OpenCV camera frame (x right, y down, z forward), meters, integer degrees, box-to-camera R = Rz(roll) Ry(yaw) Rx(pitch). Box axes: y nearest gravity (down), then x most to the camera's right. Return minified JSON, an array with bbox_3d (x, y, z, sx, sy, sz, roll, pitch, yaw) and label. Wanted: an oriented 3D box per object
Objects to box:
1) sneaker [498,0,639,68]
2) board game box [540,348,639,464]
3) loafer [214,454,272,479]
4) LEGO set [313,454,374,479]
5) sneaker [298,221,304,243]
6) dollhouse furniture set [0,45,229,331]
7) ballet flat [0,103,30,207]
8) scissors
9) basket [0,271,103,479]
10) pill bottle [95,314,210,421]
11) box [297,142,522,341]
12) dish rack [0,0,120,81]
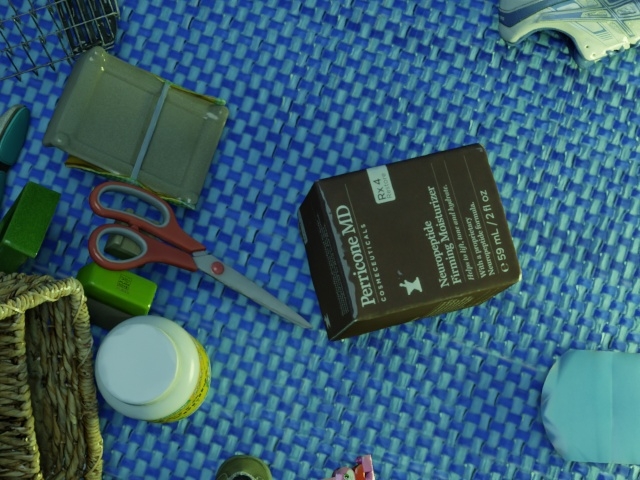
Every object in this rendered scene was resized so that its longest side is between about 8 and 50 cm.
[{"bbox_3d":[0.365,-0.273,1.560,0.296,0.112,0.131,12,98,4],"label":"sneaker"},{"bbox_3d":[0.343,0.201,1.499,0.168,0.033,0.133,3,75,-4],"label":"board game box"},{"bbox_3d":[-0.107,0.373,1.444,0.094,0.087,0.251,3,79,1],"label":"loafer"},{"bbox_3d":[0.020,0.369,1.442,0.093,0.087,0.227,-6,79,-16],"label":"LEGO set"},{"bbox_3d":[0.000,0.000,1.543,0.037,0.032,0.083,-19,83,-19],"label":"sneaker"},{"bbox_3d":[-0.262,-0.059,1.538,0.197,0.151,0.301,25,62,-15],"label":"dollhouse furniture set"},{"bbox_3d":[-0.410,-0.096,1.552,0.052,0.057,0.168,14,80,13],"label":"ballet flat"},{"bbox_3d":[-0.134,0.016,1.469,0.297,0.021,0.109,18,63,-17],"label":"scissors"},{"bbox_3d":[-0.378,0.195,1.349,0.223,0.213,0.299,7,117,10],"label":"basket"},{"bbox_3d":[-0.191,0.147,1.425,0.117,0.208,0.118,0,80,1],"label":"pill bottle"},{"bbox_3d":[0.097,0.005,1.453,0.203,0.167,0.168,-14,81,-12],"label":"box"},{"bbox_3d":[-0.394,-0.286,1.579,0.271,0.074,0.208,-20,81,-4],"label":"dish rack"}]
